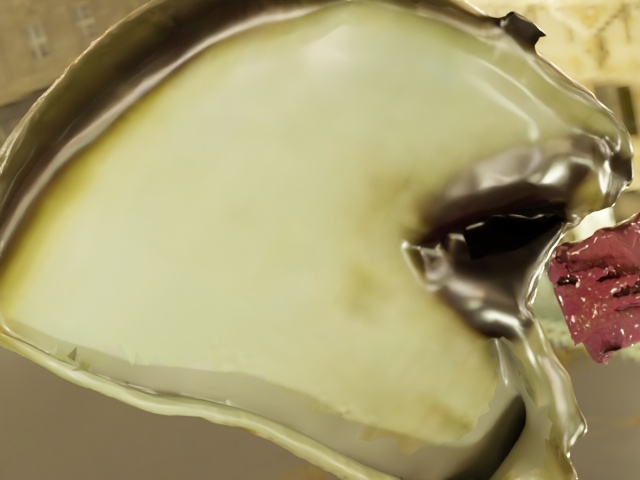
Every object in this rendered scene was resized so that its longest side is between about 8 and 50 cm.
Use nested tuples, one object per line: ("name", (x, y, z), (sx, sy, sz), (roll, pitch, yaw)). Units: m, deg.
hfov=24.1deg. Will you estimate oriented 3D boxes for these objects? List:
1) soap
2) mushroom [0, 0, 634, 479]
("soap", (0.329, 0.010, 1.252), (0.289, 0.112, 0.182), (-22, 167, -12))
("mushroom", (-0.001, -0.010, 0.684), (0.217, 0.292, 0.212), (-63, -164, -3))
